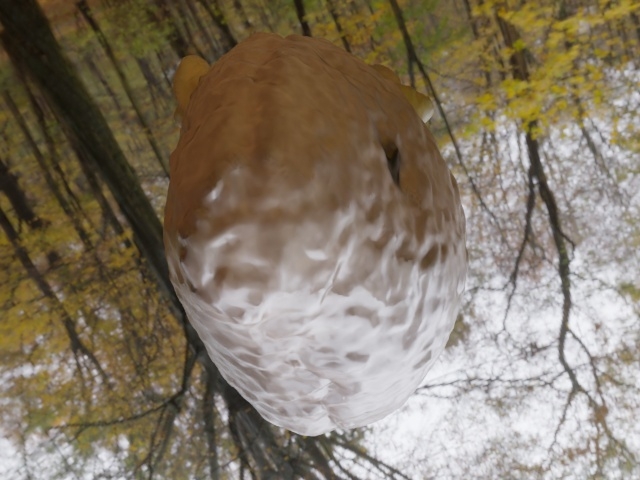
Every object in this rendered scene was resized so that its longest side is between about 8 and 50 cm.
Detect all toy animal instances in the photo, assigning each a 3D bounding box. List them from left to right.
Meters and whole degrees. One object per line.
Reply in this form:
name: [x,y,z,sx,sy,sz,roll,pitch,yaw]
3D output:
toy animal: [0.001,0.003,0.486,0.188,0.358,0.226,-4,-122,3]
